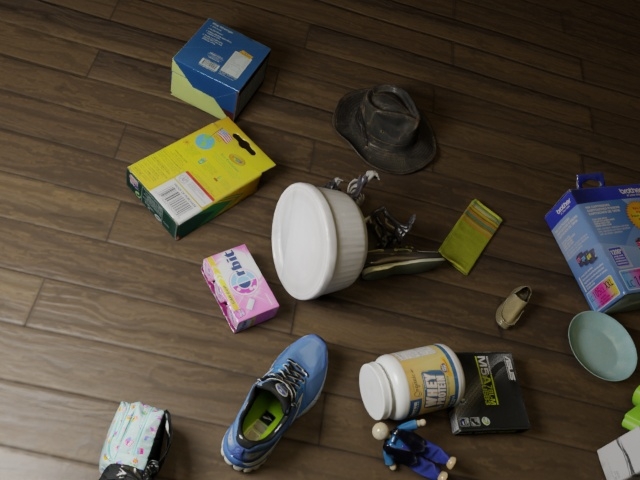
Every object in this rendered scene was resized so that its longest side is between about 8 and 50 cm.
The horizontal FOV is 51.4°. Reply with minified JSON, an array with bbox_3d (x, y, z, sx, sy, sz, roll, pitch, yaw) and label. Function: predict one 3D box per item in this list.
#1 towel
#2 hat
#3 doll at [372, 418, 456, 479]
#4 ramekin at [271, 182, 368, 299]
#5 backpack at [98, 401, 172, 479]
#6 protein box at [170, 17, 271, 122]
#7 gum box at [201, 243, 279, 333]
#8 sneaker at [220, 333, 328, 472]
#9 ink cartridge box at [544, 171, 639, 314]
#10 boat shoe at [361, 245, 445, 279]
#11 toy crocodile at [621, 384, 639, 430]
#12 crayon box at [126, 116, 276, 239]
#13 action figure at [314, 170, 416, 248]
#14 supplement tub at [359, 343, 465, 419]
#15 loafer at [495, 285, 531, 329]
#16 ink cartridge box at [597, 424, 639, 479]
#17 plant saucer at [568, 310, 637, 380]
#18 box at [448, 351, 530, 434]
[{"bbox_3d":[0.412,-0.014,1.820,0.102,0.021,0.237,35,56,8],"label":"towel"},{"bbox_3d":[0.207,-0.358,1.912,0.331,0.134,0.331,8,56,-12],"label":"hat"},{"bbox_3d":[0.195,0.442,1.423,0.189,0.046,0.129,29,89,-5],"label":"doll"},{"bbox_3d":[0.000,0.000,1.548,0.127,0.273,0.273,-3,59,-31],"label":"ramekin"},{"bbox_3d":[-0.352,0.394,1.257,0.115,0.152,0.182,22,42,-13],"label":"backpack"},{"bbox_3d":[-0.275,-0.467,1.833,0.199,0.136,0.201,27,55,2],"label":"protein box"},{"bbox_3d":[-0.189,0.105,1.536,0.107,0.062,0.188,-20,66,-27],"label":"gum box"},{"bbox_3d":[-0.075,0.322,1.381,0.129,0.147,0.330,33,54,5],"label":"sneaker"},{"bbox_3d":[0.821,-0.006,1.864,0.269,0.151,0.396,-6,59,-20],"label":"ink cartridge box"},{"bbox_3d":[0.206,0.046,1.682,0.227,0.081,0.069,-7,64,-18],"label":"boat shoe"},{"bbox_3d":[0.882,0.394,1.658,0.340,0.105,0.115,-26,27,-28],"label":"toy crocodile"},{"bbox_3d":[-0.294,-0.163,1.666,0.318,0.081,0.202,-35,73,-31],"label":"crayon box"},{"bbox_3d":[0.097,-0.093,1.699,0.275,0.164,0.141,30,66,-8],"label":"action figure"},{"bbox_3d":[0.201,0.315,1.470,0.199,0.144,0.144,-8,61,-21],"label":"supplement tub"},{"bbox_3d":[0.499,0.166,1.713,0.056,0.050,0.148,34,55,6],"label":"loafer"},{"bbox_3d":[0.758,0.475,1.492,0.160,0.219,0.093,3,55,-16],"label":"ink cartridge box"},{"bbox_3d":[0.720,0.277,1.717,0.194,0.037,0.195,8,56,-13],"label":"plant saucer"},{"bbox_3d":[0.382,0.356,1.560,0.184,0.045,0.191,2,58,-13],"label":"box"}]
